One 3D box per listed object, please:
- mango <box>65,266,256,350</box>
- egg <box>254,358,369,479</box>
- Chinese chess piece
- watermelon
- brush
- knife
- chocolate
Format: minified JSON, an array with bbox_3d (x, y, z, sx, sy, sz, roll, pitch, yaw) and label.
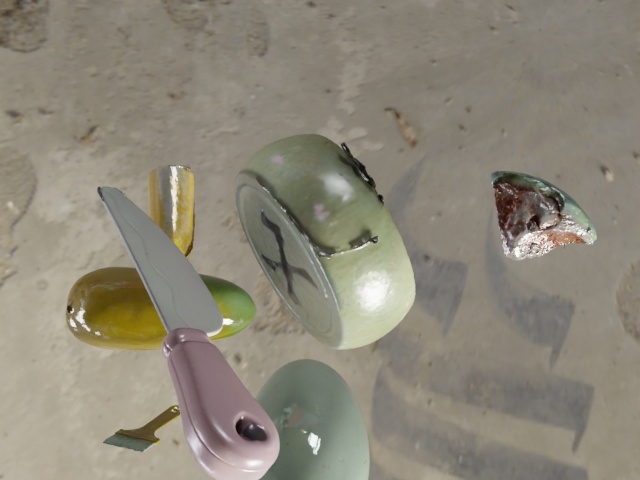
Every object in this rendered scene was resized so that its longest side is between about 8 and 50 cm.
[{"bbox_3d":[-0.215,0.095,1.455,0.251,0.156,0.114,5,80,10],"label":"mango"},{"bbox_3d":[-0.028,0.363,1.916,0.230,0.371,0.230,2,132,2],"label":"egg"},{"bbox_3d":[0.000,0.000,1.116,0.092,0.238,0.237,-28,95,-17],"label":"Chinese chess piece"},{"bbox_3d":[0.319,-0.028,1.602,0.187,0.071,0.139,31,75,1],"label":"watermelon"},{"bbox_3d":[-0.299,0.332,1.950,0.083,0.218,0.010,10,103,19],"label":"brush"},{"bbox_3d":[-0.111,0.060,0.913,0.043,0.081,0.336,-54,44,27],"label":"knife"},{"bbox_3d":[-0.241,-0.014,1.759,0.086,0.085,0.219,-11,60,13],"label":"chocolate"}]
